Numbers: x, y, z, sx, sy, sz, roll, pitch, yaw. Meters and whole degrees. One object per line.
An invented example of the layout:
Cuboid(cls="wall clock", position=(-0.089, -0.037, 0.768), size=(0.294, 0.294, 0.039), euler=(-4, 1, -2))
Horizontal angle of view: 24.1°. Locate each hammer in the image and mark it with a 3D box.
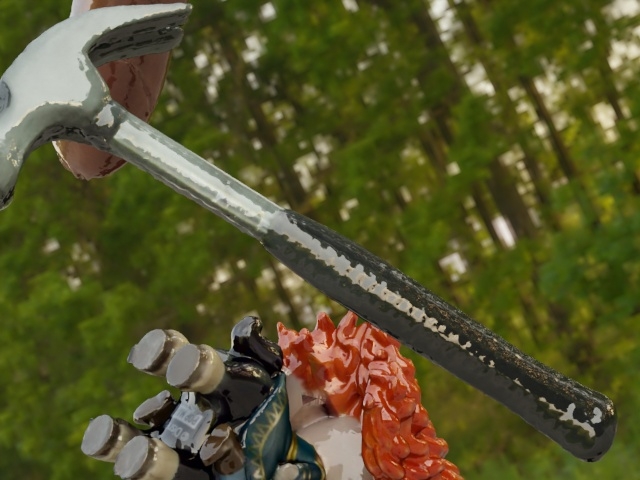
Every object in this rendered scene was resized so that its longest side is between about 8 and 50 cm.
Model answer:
Cuboid(cls="hammer", position=(0.000, 0.000, 0.528), size=(0.103, 0.246, 0.029), euler=(-60, 0, -30))

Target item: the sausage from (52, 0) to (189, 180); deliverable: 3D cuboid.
Cuboid(cls="sausage", position=(-0.113, -0.212, 0.989), size=(0.088, 0.088, 0.433), euler=(-21, -35, -40))

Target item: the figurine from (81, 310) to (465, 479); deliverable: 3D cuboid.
Cuboid(cls="figurine", position=(-0.036, 0.224, 1.441), size=(0.412, 0.306, 0.241), euler=(-2, -3, -42))
